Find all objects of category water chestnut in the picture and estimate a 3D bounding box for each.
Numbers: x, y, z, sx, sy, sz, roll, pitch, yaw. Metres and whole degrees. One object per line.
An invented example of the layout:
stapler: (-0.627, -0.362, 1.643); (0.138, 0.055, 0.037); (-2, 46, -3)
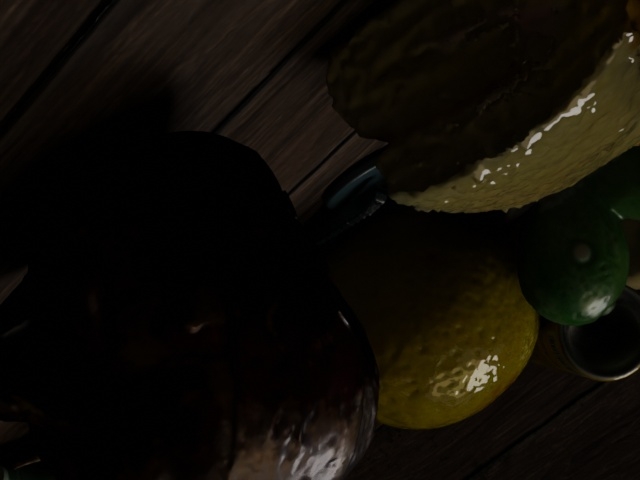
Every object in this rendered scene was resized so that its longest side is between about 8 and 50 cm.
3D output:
water chestnut: (-0.100, 0.073, 1.009); (0.244, 0.289, 0.289); (-30, 169, 2)

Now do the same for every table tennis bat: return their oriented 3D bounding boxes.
table tennis bat: (0.063, -0.066, 1.496); (0.155, 0.019, 0.100); (-19, 162, -48)

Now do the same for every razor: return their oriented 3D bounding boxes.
razor: (0.000, -0.005, 1.511); (0.066, 0.033, 0.190); (21, 138, -33)

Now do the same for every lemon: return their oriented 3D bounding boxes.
lemon: (0.110, 0.069, 1.583); (0.267, 0.267, 0.267); (-33, 168, -8)

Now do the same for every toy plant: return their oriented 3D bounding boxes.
toy plant: (0.246, -0.055, 1.472); (0.218, 0.235, 0.175); (-42, 173, 11)

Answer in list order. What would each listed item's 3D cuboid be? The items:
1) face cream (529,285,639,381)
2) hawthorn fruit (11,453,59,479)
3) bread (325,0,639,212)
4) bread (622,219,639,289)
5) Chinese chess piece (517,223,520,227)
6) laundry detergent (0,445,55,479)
face cream: (0.276, 0.095, 1.695); (0.105, 0.105, 0.349); (-34, -179, -4)
hawthorn fruit: (-0.220, 0.209, 1.556); (0.162, 0.162, 0.203); (-36, 151, 8)
bread: (0.179, -0.131, 1.198); (0.236, 0.165, 0.375); (-34, 170, 18)
bread: (0.476, -0.096, 1.671); (0.371, 0.279, 0.390); (-59, 164, 14)
Chinese chess piece: (0.174, 0.032, 1.880); (0.349, 0.146, 0.349); (-32, 168, -8)
laundry detergent: (-0.332, 0.267, 1.629); (0.137, 0.063, 0.211); (-28, 168, -1)
